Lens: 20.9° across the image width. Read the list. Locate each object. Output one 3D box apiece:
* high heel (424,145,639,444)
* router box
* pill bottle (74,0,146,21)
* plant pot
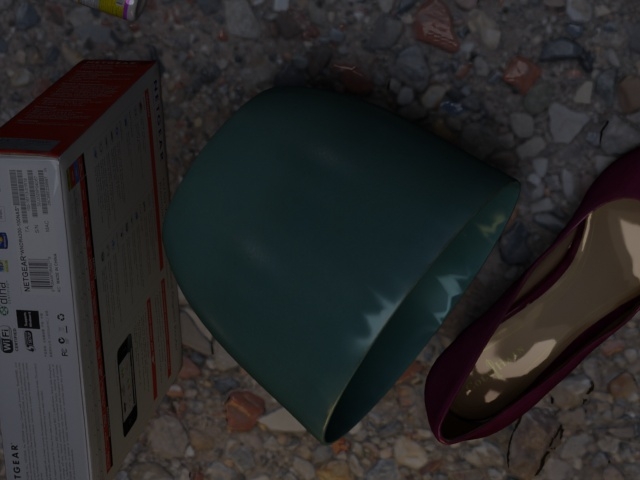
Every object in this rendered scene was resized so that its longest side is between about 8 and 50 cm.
[{"bbox_3d":[0.248,0.050,1.581,0.127,0.181,0.377,40,114,-5],"label":"high heel"},{"bbox_3d":[-0.216,0.032,1.609,0.082,0.301,0.335,2,111,11],"label":"router box"},{"bbox_3d":[-0.208,-0.240,1.640,0.083,0.043,0.043,20,114,4],"label":"pill bottle"},{"bbox_3d":[0.000,0.000,1.569,0.235,0.293,0.293,36,115,12],"label":"plant pot"}]
